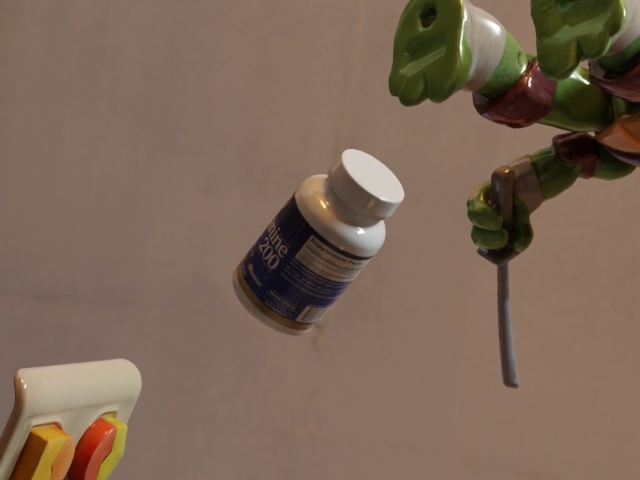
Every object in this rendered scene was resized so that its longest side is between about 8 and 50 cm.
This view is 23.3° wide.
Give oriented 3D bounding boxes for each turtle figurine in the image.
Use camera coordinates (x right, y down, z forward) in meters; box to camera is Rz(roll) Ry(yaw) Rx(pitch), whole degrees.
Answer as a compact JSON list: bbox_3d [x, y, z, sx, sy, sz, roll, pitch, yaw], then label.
[{"bbox_3d":[0.164,-0.026,0.835,0.198,0.266,0.275,37,-83,47],"label":"turtle figurine"}]

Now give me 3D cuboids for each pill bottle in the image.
[{"bbox_3d":[0.000,0.000,1.012,0.120,0.067,0.067,-51,-135,27],"label":"pill bottle"}]

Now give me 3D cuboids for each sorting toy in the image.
[{"bbox_3d":[-0.205,0.194,1.162,0.038,0.193,0.208,21,-85,18],"label":"sorting toy"}]
